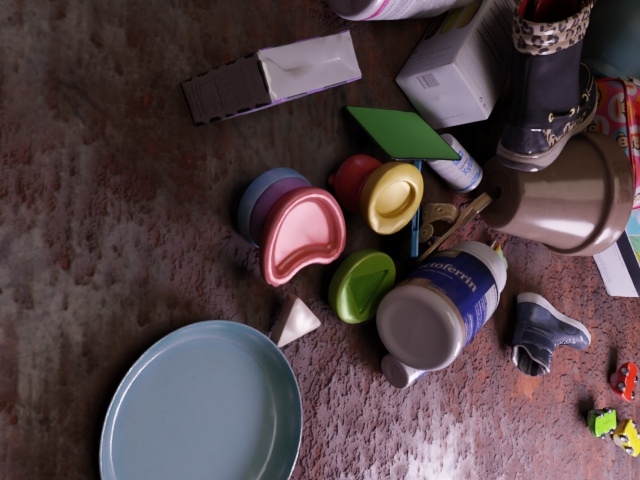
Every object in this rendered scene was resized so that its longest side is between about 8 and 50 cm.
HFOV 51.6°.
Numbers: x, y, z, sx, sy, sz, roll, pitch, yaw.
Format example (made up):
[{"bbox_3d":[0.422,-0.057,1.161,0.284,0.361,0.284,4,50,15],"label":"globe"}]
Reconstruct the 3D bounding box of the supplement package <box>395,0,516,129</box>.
[{"bbox_3d":[0.274,-0.349,1.251,0.134,0.139,0.244,47,59,-29],"label":"supplement package"}]

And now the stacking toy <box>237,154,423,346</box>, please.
[{"bbox_3d":[0.000,0.000,1.065,0.308,0.130,0.280,-14,123,-36],"label":"stacking toy"}]

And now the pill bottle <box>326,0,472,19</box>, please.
[{"bbox_3d":[0.149,-0.465,1.138,0.283,0.160,0.161,-17,99,-39],"label":"pill bottle"}]

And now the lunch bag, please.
[{"bbox_3d":[0.614,-0.206,1.447,0.120,0.258,0.293,-5,92,-38],"label":"lunch bag"}]

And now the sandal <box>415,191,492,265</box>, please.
[{"bbox_3d":[0.229,-0.042,1.256,0.240,0.088,0.079,-36,78,-34],"label":"sandal"}]

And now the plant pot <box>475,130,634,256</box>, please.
[{"bbox_3d":[0.451,-0.095,1.337,0.229,0.263,0.263,-1,89,-23],"label":"plant pot"}]

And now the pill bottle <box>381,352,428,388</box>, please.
[{"bbox_3d":[0.171,0.212,1.188,0.120,0.067,0.067,-23,103,-37],"label":"pill bottle"}]

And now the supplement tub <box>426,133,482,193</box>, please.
[{"bbox_3d":[0.256,-0.146,1.271,0.107,0.071,0.071,38,65,-33],"label":"supplement tub"}]

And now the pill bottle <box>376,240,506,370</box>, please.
[{"bbox_3d":[0.223,0.103,1.165,0.264,0.153,0.153,-32,109,-49],"label":"pill bottle"}]

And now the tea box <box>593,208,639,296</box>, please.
[{"bbox_3d":[0.826,-0.051,1.575,0.220,0.323,0.329,-46,115,-31],"label":"tea box"}]

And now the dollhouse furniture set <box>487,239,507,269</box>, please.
[{"bbox_3d":[0.356,0.069,1.352,0.152,0.058,0.076,-50,118,-29],"label":"dollhouse furniture set"}]

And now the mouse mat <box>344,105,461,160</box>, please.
[{"bbox_3d":[0.146,-0.187,1.156,0.189,0.153,0.007,-3,135,-40],"label":"mouse mat"}]

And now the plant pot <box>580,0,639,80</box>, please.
[{"bbox_3d":[0.730,-0.431,1.566,0.293,0.293,0.196,36,93,-33],"label":"plant pot"}]

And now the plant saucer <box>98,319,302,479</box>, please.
[{"bbox_3d":[-0.162,0.270,0.928,0.317,0.043,0.318,3,86,-40],"label":"plant saucer"}]

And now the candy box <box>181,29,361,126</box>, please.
[{"bbox_3d":[-0.071,-0.224,0.922,0.164,0.196,0.070,-26,105,-37],"label":"candy box"}]

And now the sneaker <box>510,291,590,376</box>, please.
[{"bbox_3d":[0.498,0.233,1.435,0.226,0.086,0.164,30,59,-24],"label":"sneaker"}]

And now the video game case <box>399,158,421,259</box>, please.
[{"bbox_3d":[0.157,-0.051,1.165,0.015,0.119,0.167,3,86,-3],"label":"video game case"}]

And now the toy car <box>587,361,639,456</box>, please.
[{"bbox_3d":[0.720,0.433,1.643,0.224,0.053,0.239,-4,90,-39],"label":"toy car"}]

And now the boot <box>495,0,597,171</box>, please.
[{"bbox_3d":[0.442,-0.334,1.240,0.377,0.138,0.284,-43,141,-36],"label":"boot"}]
